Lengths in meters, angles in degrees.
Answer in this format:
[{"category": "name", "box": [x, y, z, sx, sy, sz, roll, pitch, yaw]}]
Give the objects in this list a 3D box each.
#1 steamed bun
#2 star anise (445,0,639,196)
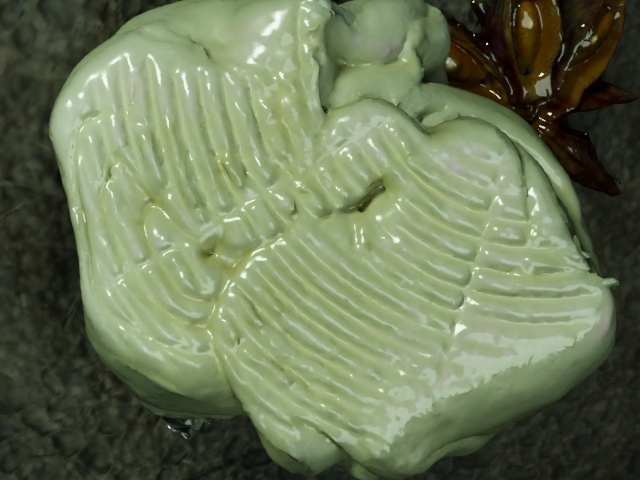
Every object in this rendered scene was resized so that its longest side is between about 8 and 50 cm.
[{"category": "steamed bun", "box": [0.000, 0.000, 0.910, 0.275, 0.206, 0.320, -45, 89, -4]}, {"category": "star anise", "box": [0.139, -0.119, 0.987, 0.212, 0.053, 0.157, 19, 110, -21]}]
